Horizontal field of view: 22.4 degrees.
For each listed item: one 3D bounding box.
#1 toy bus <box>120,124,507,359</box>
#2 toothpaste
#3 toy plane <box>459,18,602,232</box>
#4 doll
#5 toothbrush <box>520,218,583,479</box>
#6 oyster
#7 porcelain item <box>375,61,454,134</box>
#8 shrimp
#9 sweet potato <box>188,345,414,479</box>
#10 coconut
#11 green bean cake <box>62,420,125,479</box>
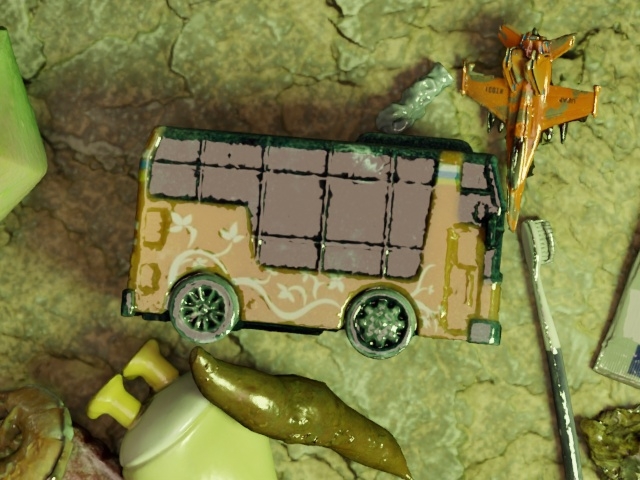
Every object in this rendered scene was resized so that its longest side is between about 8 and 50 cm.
[{"bbox_3d":[0.000,0.000,1.422,0.324,0.162,0.194,4,89,2],"label":"toy bus"},{"bbox_3d":[0.349,0.010,1.472,0.099,0.068,0.282,26,102,38],"label":"toothpaste"},{"bbox_3d":[0.187,-0.102,1.469,0.135,0.062,0.188,12,115,27],"label":"toy plane"},{"bbox_3d":[-0.084,0.223,1.458,0.296,0.117,0.141,54,52,-13],"label":"doll"},{"bbox_3d":[0.219,0.121,1.494,0.026,0.024,0.288,-10,91,-14],"label":"toothbrush"},{"bbox_3d":[0.307,0.199,1.482,0.148,0.051,0.103,12,85,10],"label":"oyster"},{"bbox_3d":[0.085,-0.127,1.479,0.083,0.036,0.028,-40,60,-4],"label":"porcelain item"},{"bbox_3d":[-0.323,0.205,1.463,0.251,0.052,0.143,-13,47,22],"label":"shrimp"},{"bbox_3d":[-0.012,0.156,1.434,0.274,0.067,0.067,28,92,-34],"label":"sweet potato"},{"bbox_3d":[-0.345,-0.094,1.399,0.204,0.236,0.236,37,92,-36],"label":"coconut"},{"bbox_3d":[-0.228,0.249,1.482,0.135,0.056,0.135,43,92,1],"label":"green bean cake"}]
